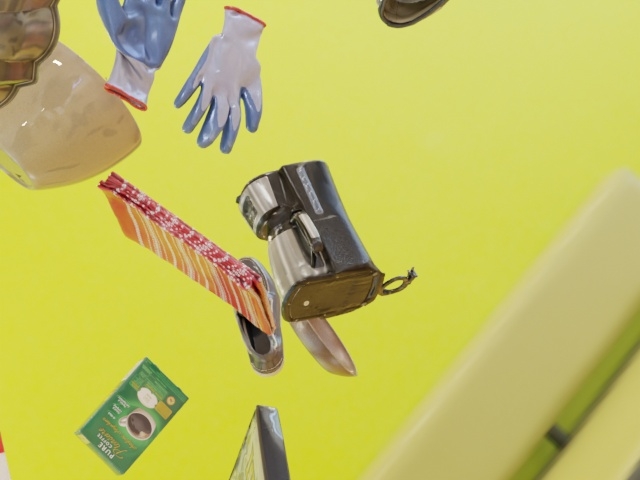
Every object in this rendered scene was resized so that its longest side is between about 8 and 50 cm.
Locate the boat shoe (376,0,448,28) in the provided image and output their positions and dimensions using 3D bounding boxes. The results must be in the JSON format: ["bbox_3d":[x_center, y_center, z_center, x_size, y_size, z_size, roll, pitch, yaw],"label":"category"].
[{"bbox_3d":[0.164,-0.362,1.624,0.302,0.114,0.091,133,154,-58],"label":"boat shoe"}]

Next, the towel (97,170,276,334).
[{"bbox_3d":[-0.182,0.022,1.826,0.031,0.275,0.199,-51,-18,-16],"label":"towel"}]

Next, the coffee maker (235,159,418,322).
[{"bbox_3d":[0.000,0.000,1.650,0.171,0.178,0.120,6,-41,-39],"label":"coffee maker"}]

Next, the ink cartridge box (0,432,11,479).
[{"bbox_3d":[-0.338,0.258,1.234,0.078,0.231,0.134,-9,-11,-32],"label":"ink cartridge box"}]

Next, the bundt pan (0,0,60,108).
[{"bbox_3d":[-0.493,-0.301,1.632,0.331,0.331,0.124,-47,3,18],"label":"bundt pan"}]

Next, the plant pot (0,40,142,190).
[{"bbox_3d":[-0.478,-0.197,2.292,0.191,0.284,0.284,-49,2,-19],"label":"plant pot"}]

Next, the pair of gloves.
[{"bbox_3d":[-0.133,-0.180,1.262,0.023,0.198,0.159,-18,54,51],"label":"pair of gloves"}]

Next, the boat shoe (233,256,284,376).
[{"bbox_3d":[-0.097,0.106,2.031,0.075,0.206,0.065,-14,-29,0],"label":"boat shoe"}]

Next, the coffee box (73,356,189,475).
[{"bbox_3d":[-0.328,0.305,2.299,0.184,0.113,0.040,-51,14,-27],"label":"coffee box"}]

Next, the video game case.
[{"bbox_3d":[-0.086,0.377,1.571,0.275,0.035,0.248,-105,30,-57],"label":"video game case"}]

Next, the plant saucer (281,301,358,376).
[{"bbox_3d":[-0.009,0.154,2.196,0.036,0.198,0.198,-37,3,6],"label":"plant saucer"}]
